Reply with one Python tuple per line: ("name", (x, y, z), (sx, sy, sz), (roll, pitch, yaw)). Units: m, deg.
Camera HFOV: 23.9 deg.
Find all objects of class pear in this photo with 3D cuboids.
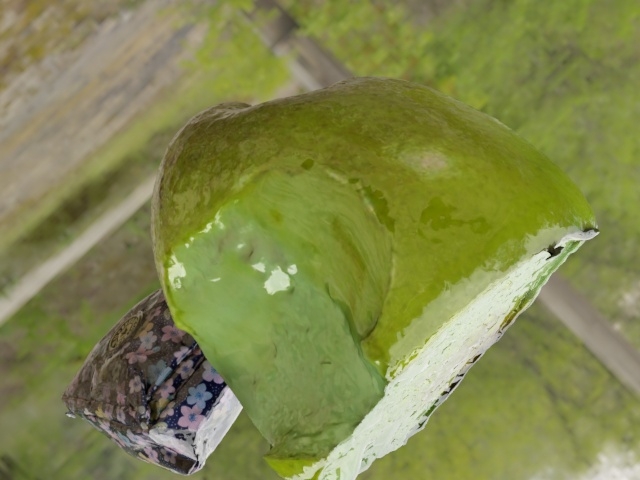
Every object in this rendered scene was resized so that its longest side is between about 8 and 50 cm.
("pear", (0.000, 0.000, 1.068), (0.176, 0.282, 0.286), (-13, 147, -52))

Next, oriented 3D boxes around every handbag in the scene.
("handbag", (-0.115, 0.102, 1.362), (0.208, 0.127, 0.229), (-52, -160, -18))
